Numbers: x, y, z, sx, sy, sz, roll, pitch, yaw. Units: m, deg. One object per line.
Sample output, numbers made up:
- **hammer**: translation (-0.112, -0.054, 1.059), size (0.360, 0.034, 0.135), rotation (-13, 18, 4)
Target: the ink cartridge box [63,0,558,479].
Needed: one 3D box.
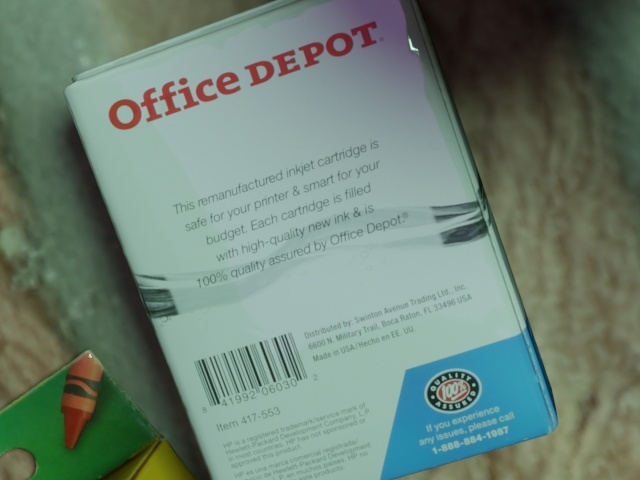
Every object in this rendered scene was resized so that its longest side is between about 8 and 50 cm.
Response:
- **ink cartridge box**: translation (0.000, 0.000, 0.535), size (0.140, 0.082, 0.190), rotation (-18, 98, 10)

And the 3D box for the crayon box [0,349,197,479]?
- **crayon box**: translation (-0.095, 0.236, 0.598), size (0.202, 0.081, 0.318), rotation (-35, 95, 13)
